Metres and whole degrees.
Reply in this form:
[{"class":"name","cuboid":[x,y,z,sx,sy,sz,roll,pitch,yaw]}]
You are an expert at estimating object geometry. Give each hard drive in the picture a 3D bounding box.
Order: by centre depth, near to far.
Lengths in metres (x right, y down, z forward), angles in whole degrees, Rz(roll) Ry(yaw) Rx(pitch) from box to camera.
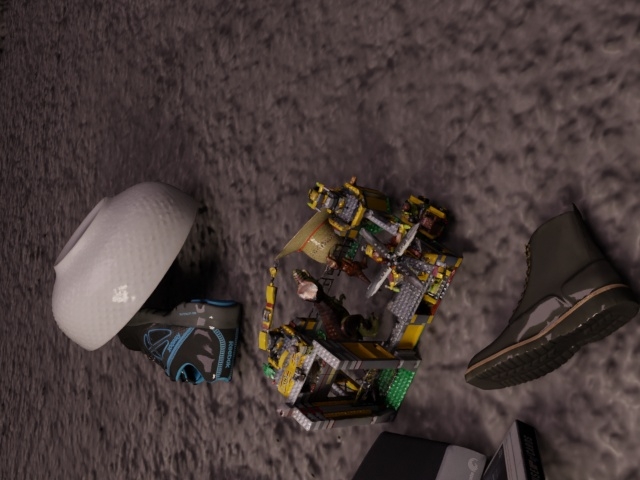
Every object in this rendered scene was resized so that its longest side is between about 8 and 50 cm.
[{"class":"hard drive","cuboid":[0.073,0.337,0.899,0.172,0.054,0.254,-7,48,56]}]

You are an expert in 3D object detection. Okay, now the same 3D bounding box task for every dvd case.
[{"class":"dvd case","cuboid":[0.163,0.323,0.816,0.179,0.029,0.238,-57,-8,-74]}]

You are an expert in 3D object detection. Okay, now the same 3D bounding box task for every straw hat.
[{"class":"straw hat","cuboid":[0.000,0.000,1.155,0.061,0.144,0.144,43,123,0]}]

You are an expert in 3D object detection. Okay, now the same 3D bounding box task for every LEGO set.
[{"class":"LEGO set","cuboid":[0.013,0.078,0.998,0.255,0.192,0.331,45,113,37]}]

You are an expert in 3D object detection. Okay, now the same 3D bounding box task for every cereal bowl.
[{"class":"cereal bowl","cuboid":[-0.381,0.023,1.455,0.339,0.141,0.339,-44,20,21]}]

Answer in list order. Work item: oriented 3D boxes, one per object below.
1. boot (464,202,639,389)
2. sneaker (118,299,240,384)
[{"class":"boot","cuboid":[0.229,0.065,0.863,0.198,0.077,0.137,-35,50,25]},{"class":"sneaker","cuboid":[-0.263,0.184,1.393,0.341,0.125,0.139,-13,76,51]}]
